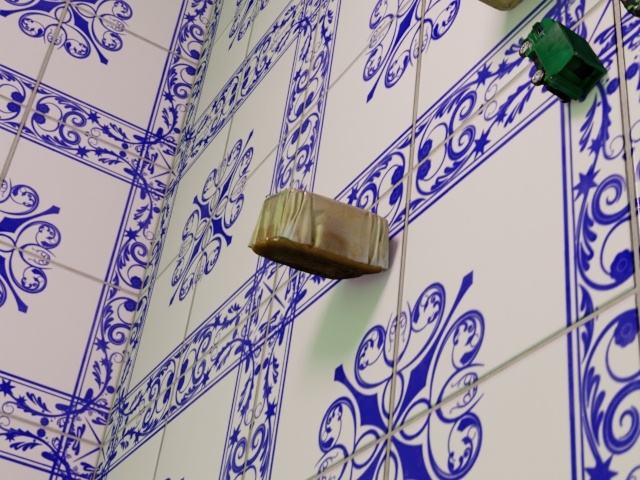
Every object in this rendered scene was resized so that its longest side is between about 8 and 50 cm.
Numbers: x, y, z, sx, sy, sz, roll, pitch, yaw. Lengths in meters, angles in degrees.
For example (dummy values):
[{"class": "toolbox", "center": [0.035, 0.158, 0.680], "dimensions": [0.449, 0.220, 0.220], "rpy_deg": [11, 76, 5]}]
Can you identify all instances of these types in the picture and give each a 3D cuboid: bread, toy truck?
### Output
[{"class": "bread", "center": [-0.002, 0.001, 1.794], "dimensions": [0.192, 0.210, 0.109], "rpy_deg": [-15, 58, 64]}, {"class": "toy truck", "center": [0.330, -0.253, 1.465], "dimensions": [0.079, 0.065, 0.147], "rpy_deg": [-52, 25, 26]}]

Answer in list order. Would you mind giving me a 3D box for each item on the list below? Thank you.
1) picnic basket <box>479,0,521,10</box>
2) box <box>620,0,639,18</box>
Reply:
[{"class": "picnic basket", "center": [0.300, -0.534, 1.616], "dimensions": [0.313, 0.228, 0.175], "rpy_deg": [-36, 39, 54]}, {"class": "box", "center": [0.417, -0.438, 1.313], "dimensions": [0.198, 0.084, 0.310], "rpy_deg": [-49, 43, 36]}]
